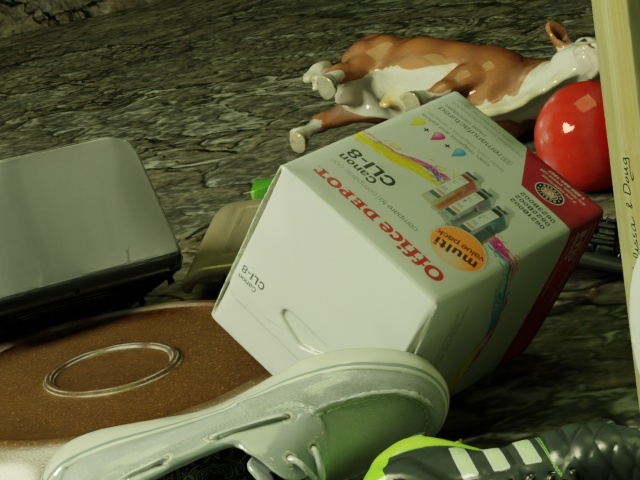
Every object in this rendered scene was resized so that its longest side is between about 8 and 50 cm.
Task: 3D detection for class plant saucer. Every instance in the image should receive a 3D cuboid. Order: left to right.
[{"bbox_3d":[-0.125,0.099,1.185,0.311,0.050,0.310,-10,16,3],"label":"plant saucer"}]

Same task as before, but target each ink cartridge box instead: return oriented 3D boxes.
[{"bbox_3d":[0.051,0.015,1.130,0.128,0.127,0.176,42,40,20],"label":"ink cartridge box"}]

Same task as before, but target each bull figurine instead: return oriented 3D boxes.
[{"bbox_3d":[0.117,-0.135,1.759,0.310,0.101,0.188,5,24,43],"label":"bull figurine"}]

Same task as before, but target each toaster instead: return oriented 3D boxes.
[{"bbox_3d":[-0.211,0.014,1.329,0.186,0.110,0.168,-15,-9,-26],"label":"toaster"}]

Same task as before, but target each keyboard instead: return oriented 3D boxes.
[{"bbox_3d":[0.153,-0.012,1.347,0.180,0.023,0.108,12,19,6],"label":"keyboard"}]

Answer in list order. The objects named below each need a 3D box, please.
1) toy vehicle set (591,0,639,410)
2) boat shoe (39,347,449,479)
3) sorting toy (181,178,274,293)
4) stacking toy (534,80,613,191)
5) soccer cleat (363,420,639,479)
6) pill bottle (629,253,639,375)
[{"bbox_3d":[0.235,-0.031,1.002,0.166,0.266,0.035,-15,17,-19],"label":"toy vehicle set"},{"bbox_3d":[-0.033,0.124,1.002,0.228,0.079,0.081,-16,29,-10],"label":"boat shoe"},{"bbox_3d":[0.000,0.000,1.463,0.196,0.047,0.347,-12,15,8],"label":"sorting toy"},{"bbox_3d":[0.311,-0.087,1.456,0.330,0.141,0.141,-7,14,40],"label":"stacking toy"},{"bbox_3d":[0.096,0.127,0.935,0.179,0.060,0.072,-7,24,36],"label":"soccer cleat"},{"bbox_3d":[0.320,0.024,0.918,0.319,0.176,0.176,-14,16,-14],"label":"pill bottle"}]
